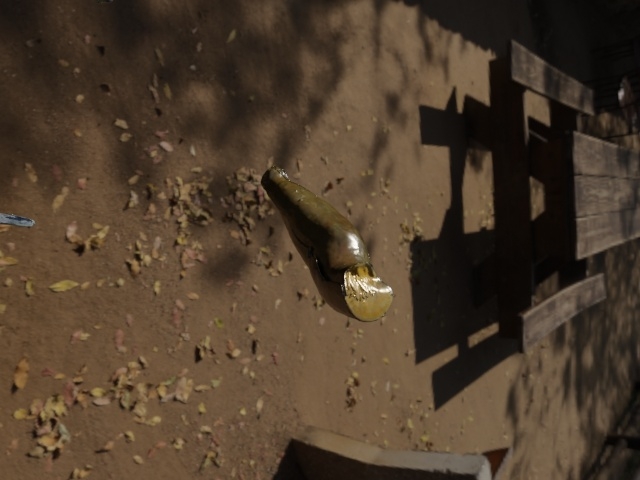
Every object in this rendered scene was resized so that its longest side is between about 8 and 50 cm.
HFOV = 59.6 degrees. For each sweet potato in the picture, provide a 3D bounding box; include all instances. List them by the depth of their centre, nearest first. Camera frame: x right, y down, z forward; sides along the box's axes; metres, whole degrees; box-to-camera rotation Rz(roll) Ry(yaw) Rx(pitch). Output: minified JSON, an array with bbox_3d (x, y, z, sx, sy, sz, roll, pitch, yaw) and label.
[{"bbox_3d":[0.006,-0.004,0.744,0.286,0.085,0.112,60,2,35],"label":"sweet potato"}]

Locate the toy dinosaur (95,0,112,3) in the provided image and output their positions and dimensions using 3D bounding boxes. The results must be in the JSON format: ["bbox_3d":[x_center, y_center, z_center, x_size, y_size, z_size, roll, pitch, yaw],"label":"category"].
[{"bbox_3d":[-0.499,-0.415,0.709,0.331,0.129,0.383,40,29,6],"label":"toy dinosaur"}]

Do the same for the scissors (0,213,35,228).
[{"bbox_3d":[-0.729,-0.059,1.042,0.360,0.029,0.191,9,86,-15],"label":"scissors"}]
